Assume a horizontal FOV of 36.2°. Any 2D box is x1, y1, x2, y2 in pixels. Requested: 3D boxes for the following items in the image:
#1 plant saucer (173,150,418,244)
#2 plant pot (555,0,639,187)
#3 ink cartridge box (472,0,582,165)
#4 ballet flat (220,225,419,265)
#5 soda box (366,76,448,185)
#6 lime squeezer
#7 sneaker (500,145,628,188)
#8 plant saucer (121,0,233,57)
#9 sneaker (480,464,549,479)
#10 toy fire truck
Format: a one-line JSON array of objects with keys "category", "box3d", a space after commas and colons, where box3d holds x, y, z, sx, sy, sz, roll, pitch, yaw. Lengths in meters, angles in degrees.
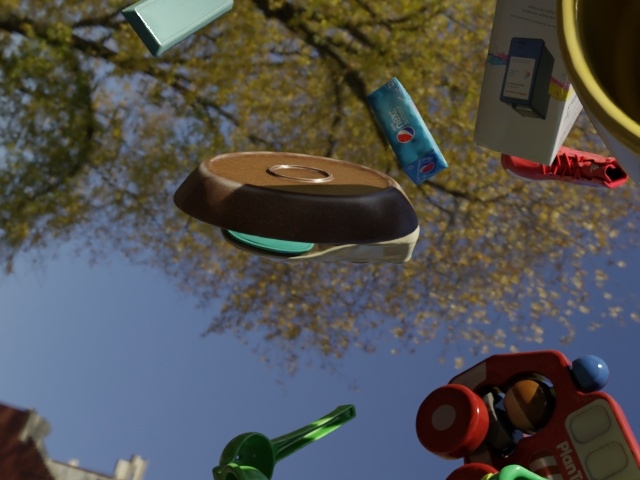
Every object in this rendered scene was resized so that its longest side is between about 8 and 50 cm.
[{"category": "plant saucer", "box3d": [-0.015, -0.034, 0.669, 0.168, 0.168, 0.029, -143, -124, -62]}, {"category": "plant pot", "box3d": [0.295, -0.095, 0.573, 0.254, 0.239, 0.254, -13, -118, 26]}, {"category": "ink cartridge box", "box3d": [0.236, -0.208, 1.013, 0.154, 0.093, 0.212, -49, 154, -47]}, {"category": "ballet flat", "box3d": [0.000, 0.000, 1.239, 0.086, 0.248, 0.086, 1, 90, -85]}, {"category": "soda box", "box3d": [0.161, -0.207, 1.846, 0.071, 0.067, 0.210, -32, -131, 13]}, {"category": "lime squeezer", "box3d": [-0.037, 0.204, 0.812, 0.310, 0.110, 0.058, -58, 156, -79]}, {"category": "sneaker", "box3d": [0.439, -0.139, 1.723, 0.128, 0.221, 0.087, -170, -96, -74]}, {"category": "plant saucer", "box3d": [-0.170, -0.289, 1.218, 0.018, 0.067, 0.192, -28, -166, 36]}, {"category": "sneaker", "box3d": [0.269, 0.319, 0.923, 0.109, 0.295, 0.123, -50, 159, -27]}, {"category": "toy fire truck", "box3d": [0.281, 0.271, 1.264, 0.254, 0.169, 0.302, -32, -137, 20]}]
